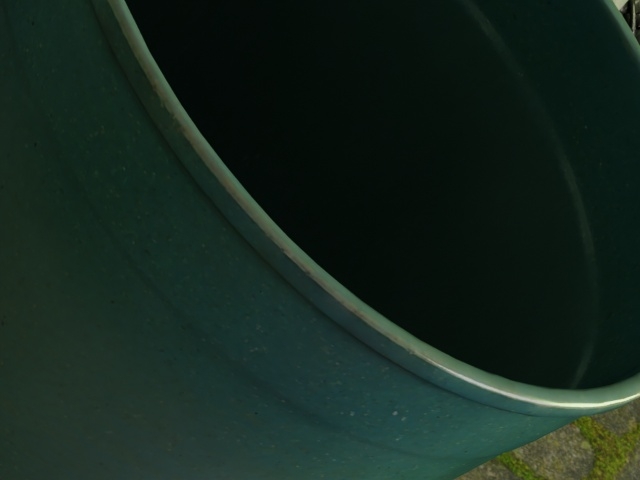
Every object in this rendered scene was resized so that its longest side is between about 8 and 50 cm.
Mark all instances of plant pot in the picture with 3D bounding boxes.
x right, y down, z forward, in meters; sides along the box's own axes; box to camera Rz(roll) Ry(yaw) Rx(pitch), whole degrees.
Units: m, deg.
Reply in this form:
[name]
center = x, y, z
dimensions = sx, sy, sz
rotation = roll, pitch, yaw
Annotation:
[plant pot]
center = -0.046, -0.002, 0.700
dimensions = 0.255, 0.272, 0.271
rotation = -39, 177, 35

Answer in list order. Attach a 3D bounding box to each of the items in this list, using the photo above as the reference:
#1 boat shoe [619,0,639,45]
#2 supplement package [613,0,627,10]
[boat shoe]
center = 0.246, -0.201, 1.549
dimensions = 0.340, 0.113, 0.127
rotation = -40, 166, -40
[supplement package]
center = 0.176, -0.226, 1.189
dimensions = 0.105, 0.105, 0.179
rotation = -48, 169, -4
